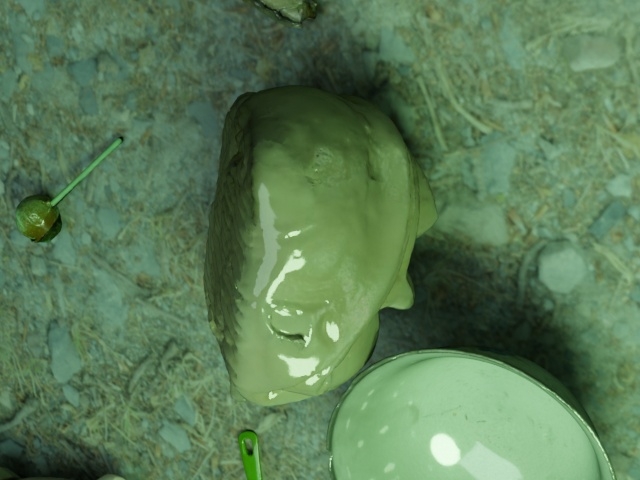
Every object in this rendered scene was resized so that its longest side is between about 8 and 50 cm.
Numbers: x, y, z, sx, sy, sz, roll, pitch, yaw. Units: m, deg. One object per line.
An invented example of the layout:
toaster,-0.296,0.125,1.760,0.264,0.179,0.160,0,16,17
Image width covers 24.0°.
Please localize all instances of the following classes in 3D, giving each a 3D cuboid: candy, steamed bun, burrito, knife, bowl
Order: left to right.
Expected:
candy,-0.303,-0.066,1.844,0.202,0.061,0.061,-39,87,30
burrito,-0.082,-0.280,1.607,0.185,0.041,0.045,36,83,17
knife,-0.070,0.314,1.863,0.078,0.022,0.166,-7,107,30
steamed bun,0.002,0.002,1.541,0.219,0.310,0.324,1,100,-10
bowl,0.178,0.214,1.571,0.313,0.146,0.313,13,123,22

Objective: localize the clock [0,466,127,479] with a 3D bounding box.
clock,-0.366,0.463,2.029,0.326,0.184,0.342,-9,99,40
